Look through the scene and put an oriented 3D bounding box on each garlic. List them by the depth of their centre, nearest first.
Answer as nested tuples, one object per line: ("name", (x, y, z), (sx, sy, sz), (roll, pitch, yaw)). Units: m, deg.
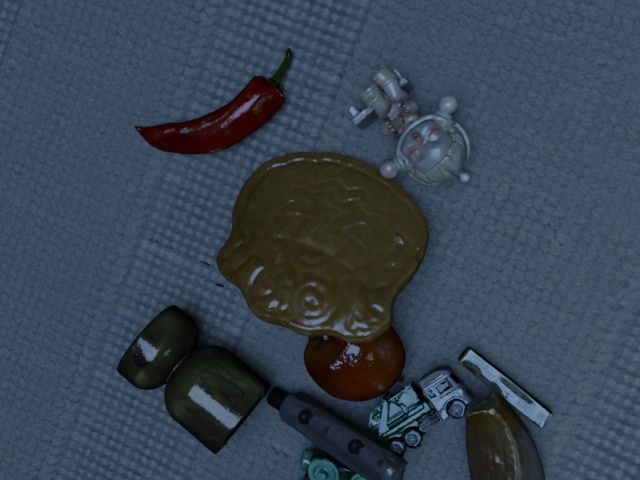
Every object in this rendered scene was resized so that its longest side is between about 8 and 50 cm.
("garlic", (0.357, 0.438, 1.528), (0.143, 0.112, 0.318), (-16, 99, -4))

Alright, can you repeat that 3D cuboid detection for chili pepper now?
("chili pepper", (-0.205, -0.253, 1.617), (0.368, 0.092, 0.137), (-24, 79, 10))

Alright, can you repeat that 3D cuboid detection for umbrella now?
("umbrella", (0.023, 0.380, 1.575), (0.337, 0.067, 0.073), (26, 102, 35))

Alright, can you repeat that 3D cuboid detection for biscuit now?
("biscuit", (0.000, -0.001, 1.523), (0.385, 0.062, 0.365), (20, 71, 17))

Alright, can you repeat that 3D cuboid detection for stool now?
("stool", (-0.254, 0.281, 1.626), (0.264, 0.179, 0.179), (39, 101, 7))

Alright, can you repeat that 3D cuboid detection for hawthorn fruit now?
("hawthorn fruit", (0.082, 0.227, 1.567), (0.225, 0.196, 0.196), (36, 103, -23))

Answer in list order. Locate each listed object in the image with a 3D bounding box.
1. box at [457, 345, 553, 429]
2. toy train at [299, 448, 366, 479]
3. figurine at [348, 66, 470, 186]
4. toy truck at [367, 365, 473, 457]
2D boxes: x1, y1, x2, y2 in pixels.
("box", (0.359, 0.284, 1.562), (0.207, 0.050, 0.041), (38, 98, 6))
("toy train", (0.049, 0.502, 1.619), (0.203, 0.112, 0.163), (15, 105, 12))
("figurine", (0.179, -0.196, 1.523), (0.182, 0.144, 0.257), (-39, 84, -8))
("toy truck", (0.186, 0.330, 1.575), (0.216, 0.110, 0.116), (-36, 83, 11))
